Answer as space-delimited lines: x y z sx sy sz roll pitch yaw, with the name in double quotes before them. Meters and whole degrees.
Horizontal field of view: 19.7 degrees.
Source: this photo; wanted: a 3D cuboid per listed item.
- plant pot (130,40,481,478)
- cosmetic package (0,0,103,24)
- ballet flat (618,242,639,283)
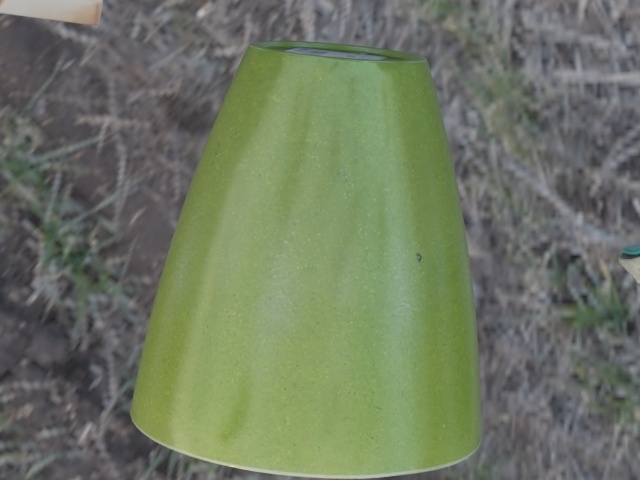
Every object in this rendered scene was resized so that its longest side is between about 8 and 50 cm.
"plant pot" 0.000 0.000 1.407 0.275 0.275 0.293 6 101 6
"cosmetic package" -0.296 -0.263 1.338 0.296 0.129 0.153 8 68 -9
"ballet flat" 0.273 0.023 1.407 0.057 0.168 0.052 -11 88 -11
